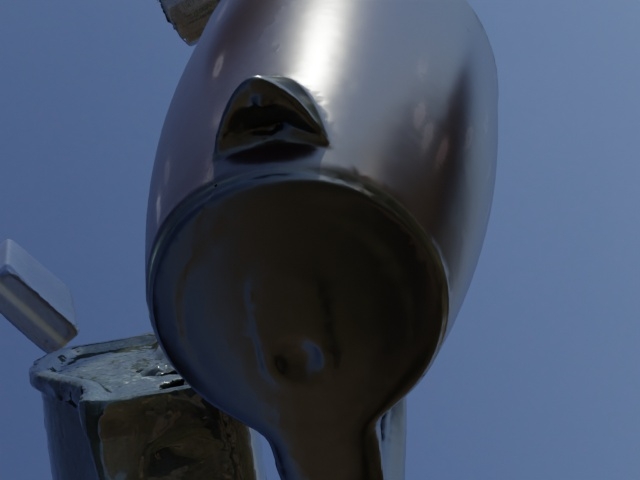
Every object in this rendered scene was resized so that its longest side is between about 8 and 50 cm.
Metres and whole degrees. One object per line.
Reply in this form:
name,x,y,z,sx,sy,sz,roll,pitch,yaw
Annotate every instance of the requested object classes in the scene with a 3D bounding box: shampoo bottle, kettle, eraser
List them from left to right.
eraser,-0.253,0.045,1.276,0.082,0.225,0.036,44,-92,-14
shampoo bottle,-0.048,-0.259,1.399,0.072,0.214,0.072,60,-169,-19
kettle,0.000,0.000,0.596,0.232,0.144,0.202,-75,-18,-63

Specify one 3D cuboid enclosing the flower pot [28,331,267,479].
flower pot,-0.095,0.117,0.810,0.103,0.229,0.108,-11,-85,-18
